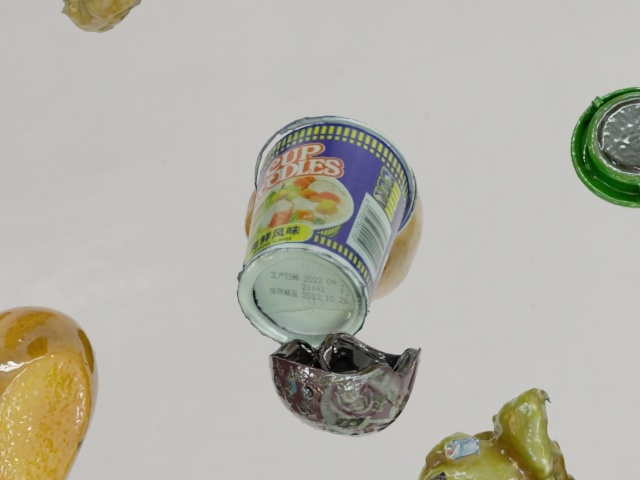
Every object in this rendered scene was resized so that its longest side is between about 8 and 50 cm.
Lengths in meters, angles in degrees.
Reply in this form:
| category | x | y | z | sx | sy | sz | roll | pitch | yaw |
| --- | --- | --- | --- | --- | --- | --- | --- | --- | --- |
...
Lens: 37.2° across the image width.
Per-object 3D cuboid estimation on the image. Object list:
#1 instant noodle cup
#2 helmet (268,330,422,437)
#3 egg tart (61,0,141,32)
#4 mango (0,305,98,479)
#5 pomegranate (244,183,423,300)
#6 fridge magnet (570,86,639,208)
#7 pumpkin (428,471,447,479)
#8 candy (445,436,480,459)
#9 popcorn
| category | x | y | z | sx | sy | sz | roll | pitch | yaw |
| --- | --- | --- | --- | --- | --- | --- | --- | --- | --- |
| instant noodle cup | 0.000 | 0.000 | 1.486 | 0.284 | 0.284 | 0.312 | -3 | 36 | 14 |
| helmet | 0.025 | 0.170 | 1.075 | 0.153 | 0.177 | 0.107 | 10 | 102 | 45 |
| egg tart | -0.154 | -0.321 | 0.856 | 0.115 | 0.290 | 0.290 | 39 | 89 | -25 |
| mango | -0.337 | 0.212 | 1.016 | 0.191 | 0.160 | 0.290 | -5 | 71 | 51 |
| pomegranate | 0.048 | -0.044 | 1.935 | 0.410 | 0.410 | 0.410 | -3 | 76 | 14 |
| fridge magnet | 0.504 | -0.152 | 1.510 | 0.208 | 0.088 | 0.208 | -5 | 71 | 14 |
| pumpkin | 0.120 | 0.337 | 1.166 | 0.101 | 0.035 | 0.073 | -18 | 82 | -24 |
| candy | 0.175 | 0.257 | 1.164 | 0.020 | 0.083 | 0.030 | -17 | 77 | 35 |
| popcorn | 0.309 | 0.431 | 1.506 | 0.326 | 0.321 | 0.290 | 18 | 56 | 32 |
